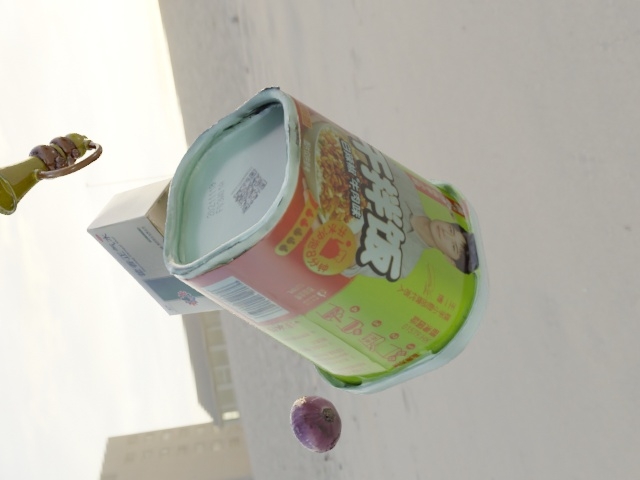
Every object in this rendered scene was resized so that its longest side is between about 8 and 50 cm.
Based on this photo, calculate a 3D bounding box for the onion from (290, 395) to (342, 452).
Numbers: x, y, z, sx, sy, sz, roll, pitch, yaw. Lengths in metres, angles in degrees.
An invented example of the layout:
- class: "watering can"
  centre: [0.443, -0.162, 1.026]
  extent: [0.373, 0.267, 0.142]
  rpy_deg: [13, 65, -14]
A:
- class: "onion"
  centre: [-0.014, 0.354, 1.605]
  extent: [0.115, 0.104, 0.115]
  rpy_deg: [33, -139, -34]

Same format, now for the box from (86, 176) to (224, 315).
- class: "box"
  centre: [-0.238, 0.015, 1.332]
  extent: [0.212, 0.168, 0.095]
  rpy_deg: [51, -129, -28]

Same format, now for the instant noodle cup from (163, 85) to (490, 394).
- class: "instant noodle cup"
  centre: [0.000, 0.000, 0.969]
  extent: [0.308, 0.294, 0.294]
  rpy_deg: [32, -146, -38]

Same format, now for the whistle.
- class: "whistle"
  centre: [-0.238, -0.069, 0.727]
  extent: [0.057, 0.109, 0.046]
  rpy_deg: [-23, 104, 49]
